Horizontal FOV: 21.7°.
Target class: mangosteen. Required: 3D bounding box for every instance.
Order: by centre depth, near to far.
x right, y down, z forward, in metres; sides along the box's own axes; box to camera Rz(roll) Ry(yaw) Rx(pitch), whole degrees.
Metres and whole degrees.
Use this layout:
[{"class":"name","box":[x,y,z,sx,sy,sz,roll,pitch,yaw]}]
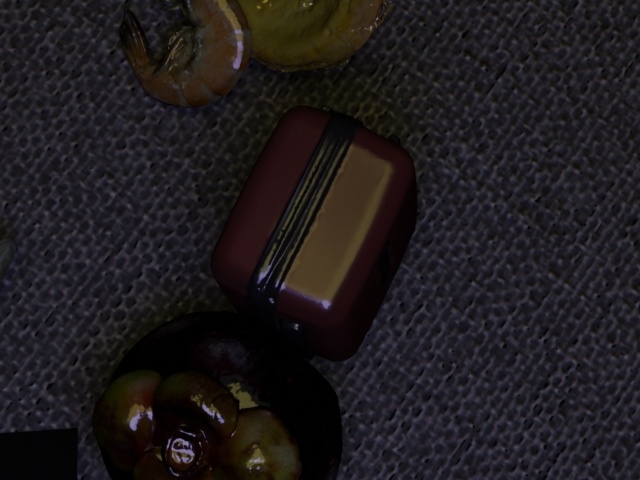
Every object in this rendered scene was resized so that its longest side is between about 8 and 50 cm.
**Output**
[{"class":"mangosteen","box":[-0.107,0.203,1.778,0.287,0.287,0.233,44,74,2]}]

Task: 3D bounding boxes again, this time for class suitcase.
[{"class":"suitcase","box":[0.000,0.000,1.814,0.161,0.297,0.236,25,80,8]}]

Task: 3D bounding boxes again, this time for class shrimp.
[{"class":"shrimp","box":[-0.180,-0.295,1.934,0.169,0.058,0.296,-21,86,25]}]

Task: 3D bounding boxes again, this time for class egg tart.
[{"class":"egg tart","box":[-0.020,-0.345,1.915,0.120,0.315,0.315,-19,82,-49]}]

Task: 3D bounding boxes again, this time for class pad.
[{"class":"pad","box":[-0.329,0.274,1.820,0.127,0.004,0.190,-2,38,-6]}]

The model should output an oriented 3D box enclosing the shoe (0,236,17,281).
[{"class":"shoe","box":[-0.470,-0.031,1.870,0.293,0.109,0.149,39,75,-2]}]
